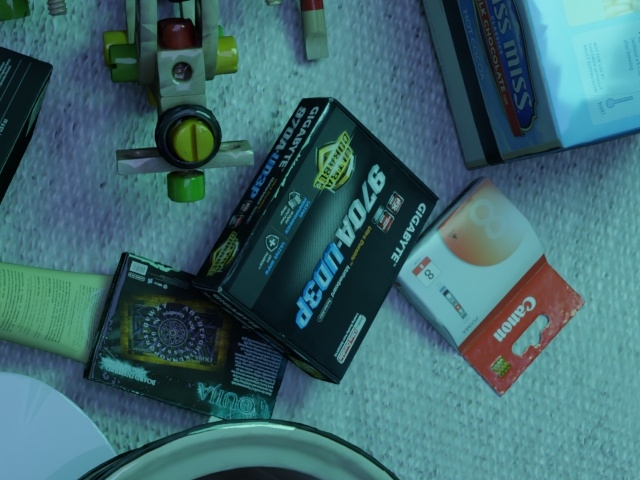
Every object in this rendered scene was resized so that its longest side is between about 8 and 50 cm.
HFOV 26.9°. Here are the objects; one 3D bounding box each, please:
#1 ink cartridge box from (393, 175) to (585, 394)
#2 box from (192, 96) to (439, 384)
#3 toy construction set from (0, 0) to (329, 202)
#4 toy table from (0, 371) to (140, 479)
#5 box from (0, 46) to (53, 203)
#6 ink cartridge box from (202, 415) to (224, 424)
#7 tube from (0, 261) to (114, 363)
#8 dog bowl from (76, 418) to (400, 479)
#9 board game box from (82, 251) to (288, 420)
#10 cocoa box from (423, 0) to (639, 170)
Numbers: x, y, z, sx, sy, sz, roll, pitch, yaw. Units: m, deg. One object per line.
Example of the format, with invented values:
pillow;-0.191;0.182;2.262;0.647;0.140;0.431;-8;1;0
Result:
ink cartridge box;0.176;0.047;1.373;0.179;0.045;0.145;46;75;-4
box;0.000;0.000;1.285;0.175;0.051;0.220;41;70;-33
toy construction set;-0.107;-0.170;1.258;0.309;0.257;0.237;-17;106;-34
toy table;-0.254;0.250;1.169;0.252;0.161;0.274;-11;86;-16
box;-0.357;-0.069;1.125;0.184;0.103;0.261;22;44;-9
ink cartridge box;-0.045;0.273;1.245;0.203;0.086;0.148;24;60;-10
tube;-0.287;0.056;1.214;0.240;0.062;0.070;15;121;-38
dog bowl;-0.089;0.340;1.050;0.408;0.150;0.408;1;88;-27
board game box;-0.120;0.099;1.282;0.186;0.026;0.126;21;79;-20
cocoa box;0.244;-0.266;1.319;0.231;0.228;0.347;-15;92;-16
